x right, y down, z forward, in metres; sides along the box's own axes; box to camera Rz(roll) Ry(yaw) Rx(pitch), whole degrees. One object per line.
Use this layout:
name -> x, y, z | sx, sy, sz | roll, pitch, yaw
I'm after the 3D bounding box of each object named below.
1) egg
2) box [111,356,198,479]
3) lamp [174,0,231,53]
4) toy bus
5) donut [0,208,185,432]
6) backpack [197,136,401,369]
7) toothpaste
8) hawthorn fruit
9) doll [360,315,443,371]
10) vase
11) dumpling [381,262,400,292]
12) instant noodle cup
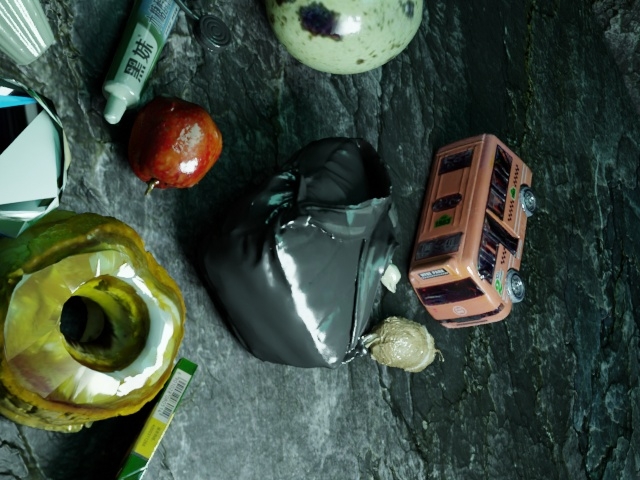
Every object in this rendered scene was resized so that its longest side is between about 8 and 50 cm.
egg -> 0.057, -0.468, 1.838 | 0.379, 0.287, 0.287 | -19, 97, -47
box -> -0.256, 0.294, 1.387 | 0.034, 0.132, 0.235 | 30, 52, -7
lamp -> -0.261, -0.461, 1.514 | 0.371, 0.108, 0.130 | 50, 38, -14
toy bus -> 0.348, -0.026, 2.185 | 0.233, 0.203, 0.427 | 41, 50, -34
donut -> -0.327, 0.109, 1.306 | 0.330, 0.160, 0.330 | 8, 80, -50
backpack -> 0.000, 0.000, 1.694 | 0.363, 0.255, 0.445 | 63, 37, -30
toothpaste -> -0.284, -0.343, 1.554 | 0.099, 0.061, 0.392 | 36, 51, -32
hawthorn fruit -> -0.238, -0.144, 1.508 | 0.148, 0.148, 0.172 | 41, 59, -39
doll -> 0.158, 0.211, 1.965 | 0.221, 0.115, 0.105 | 21, 75, -41
vase -> -0.459, -0.353, 1.290 | 0.248, 0.128, 0.128 | 59, 41, -39
dumpling -> 0.150, 0.071, 2.035 | 0.077, 0.043, 0.059 | 55, 24, -6
instant noodle cup -> -0.444, -0.101, 1.195 | 0.240, 0.178, 0.240 | 15, 70, -49
